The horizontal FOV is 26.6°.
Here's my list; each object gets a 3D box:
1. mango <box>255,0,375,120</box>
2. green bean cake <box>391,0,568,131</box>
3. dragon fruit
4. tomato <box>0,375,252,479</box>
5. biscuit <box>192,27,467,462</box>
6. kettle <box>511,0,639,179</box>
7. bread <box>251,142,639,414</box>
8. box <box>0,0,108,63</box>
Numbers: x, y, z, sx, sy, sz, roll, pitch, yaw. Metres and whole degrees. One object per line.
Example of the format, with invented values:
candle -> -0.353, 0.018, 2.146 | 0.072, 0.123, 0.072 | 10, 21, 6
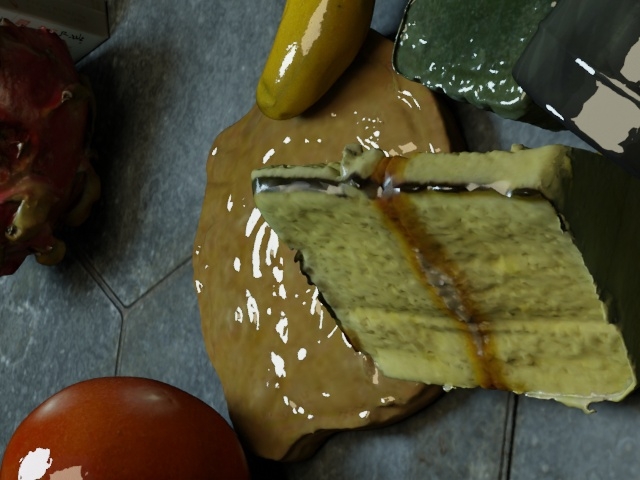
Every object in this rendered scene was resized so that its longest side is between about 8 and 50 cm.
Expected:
mango -> -0.003, -0.192, 1.250 | 0.190, 0.075, 0.098 | -58, 25, 14
green bean cake -> 0.161, -0.198, 1.130 | 0.185, 0.094, 0.183 | 27, 102, 47
dragon fruit -> -0.384, -0.084, 1.597 | 0.296, 0.314, 0.263 | -25, 79, 16
tomato -> -0.186, 0.253, 1.296 | 0.256, 0.256, 0.224 | -51, 32, 27
biscuit -> -0.002, 0.000, 1.289 | 0.365, 0.062, 0.385 | -33, 59, 39
kettle -> 0.304, -0.197, 0.917 | 0.324, 0.228, 0.321 | -57, 15, 16
bread -> 0.099, 0.020, 1.011 | 0.263, 0.236, 0.198 | 0, 82, 34
box -> -0.379, -0.265, 1.650 | 0.141, 0.201, 0.058 | -28, 62, 42
